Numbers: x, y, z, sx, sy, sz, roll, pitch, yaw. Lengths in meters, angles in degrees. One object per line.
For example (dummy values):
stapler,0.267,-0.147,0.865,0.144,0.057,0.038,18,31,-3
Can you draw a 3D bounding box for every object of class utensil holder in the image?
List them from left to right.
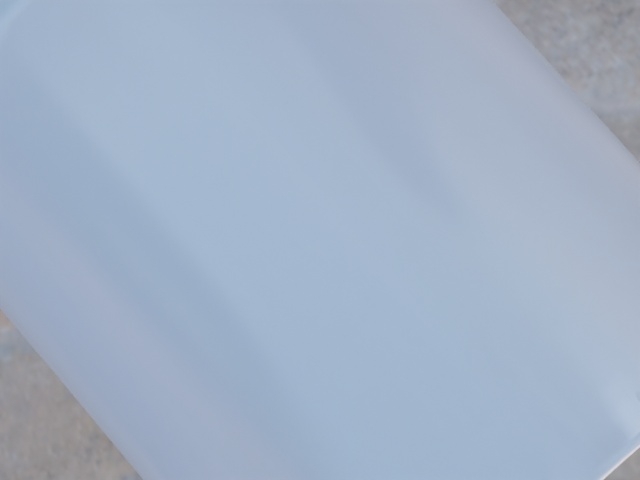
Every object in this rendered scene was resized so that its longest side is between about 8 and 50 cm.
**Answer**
utensil holder,0.000,0.000,0.835,0.327,0.385,0.327,-39,167,-11
